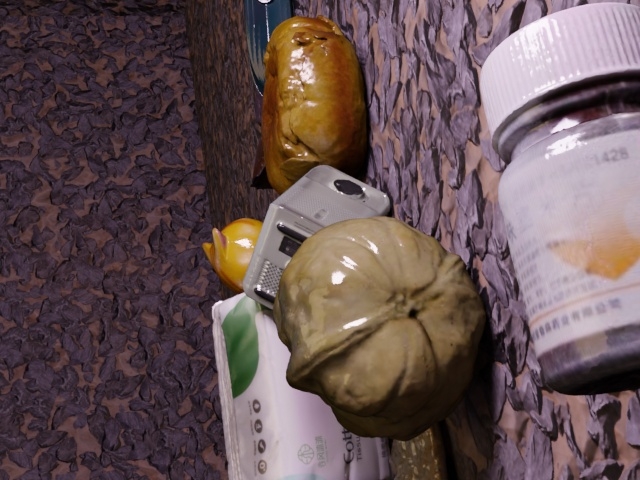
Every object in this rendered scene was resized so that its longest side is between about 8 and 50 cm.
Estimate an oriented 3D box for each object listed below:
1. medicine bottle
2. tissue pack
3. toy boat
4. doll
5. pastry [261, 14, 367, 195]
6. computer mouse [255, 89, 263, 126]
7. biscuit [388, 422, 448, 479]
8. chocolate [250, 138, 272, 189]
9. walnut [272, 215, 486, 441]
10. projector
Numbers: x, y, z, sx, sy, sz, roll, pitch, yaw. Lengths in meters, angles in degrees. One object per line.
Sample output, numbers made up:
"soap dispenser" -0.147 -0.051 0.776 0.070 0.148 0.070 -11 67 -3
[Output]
"medicine bottle" 0.224 -0.028 0.645 0.165 0.165 0.273 122 140 -65
"tissue pack" -0.031 0.260 1.432 0.194 0.266 0.356 -23 69 42
"toy boat" -0.110 -0.451 1.870 0.122 0.114 0.295 -10 -85 -85
"doll" -0.072 0.031 1.558 0.166 0.270 0.162 124 136 -61
"pastry" -0.023 -0.237 1.513 0.356 0.164 0.355 174 90 -77
"computer mouse" -0.120 -0.328 2.042 0.232 0.057 0.120 -143 50 -73
"biscuit" 0.149 0.332 1.256 0.188 0.040 0.265 129 136 -68
"chocolate" -0.081 -0.204 1.847 0.321 0.112 0.111 137 135 -71
"walnut" 0.073 0.112 1.079 0.253 0.282 0.277 -58 -6 -19
"projector" 0.000 0.000 1.336 0.242 0.163 0.177 -43 -21 -59
